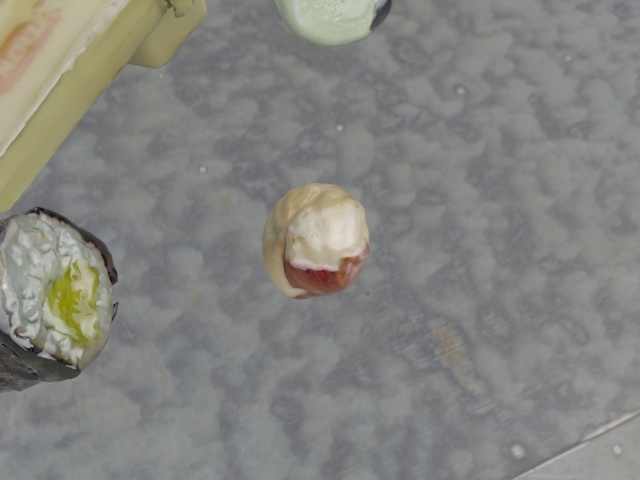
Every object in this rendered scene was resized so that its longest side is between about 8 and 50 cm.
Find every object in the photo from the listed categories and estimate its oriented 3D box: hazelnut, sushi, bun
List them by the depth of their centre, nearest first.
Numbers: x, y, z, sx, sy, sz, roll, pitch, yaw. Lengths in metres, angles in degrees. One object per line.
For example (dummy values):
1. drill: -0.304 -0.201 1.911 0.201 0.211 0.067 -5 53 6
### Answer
1. sushi: -0.526 0.110 1.331 0.281 0.294 0.299 54 31 -23
2. bun: 0.018 -0.532 1.544 0.283 0.283 0.179 -20 31 -19
3. hazelnut: 0.000 0.000 1.628 0.241 0.261 0.261 5 60 -37

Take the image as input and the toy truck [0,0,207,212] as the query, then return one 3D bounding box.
1. toy truck: -0.146 -0.205 0.395 0.254 0.180 0.405 36 75 8
